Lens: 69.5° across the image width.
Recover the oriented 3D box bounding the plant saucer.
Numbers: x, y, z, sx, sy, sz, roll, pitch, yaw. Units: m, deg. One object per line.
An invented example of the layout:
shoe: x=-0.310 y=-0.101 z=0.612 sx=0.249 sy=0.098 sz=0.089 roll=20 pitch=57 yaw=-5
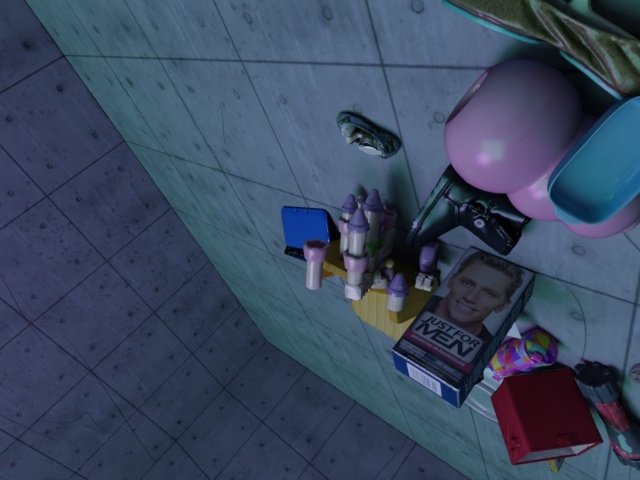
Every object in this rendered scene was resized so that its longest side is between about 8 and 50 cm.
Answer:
plant saucer: x=0.563 y=0.502 z=1.549 sx=0.400 sy=0.100 sz=0.401 roll=36 pitch=155 yaw=20

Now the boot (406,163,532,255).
boot: x=0.321 y=-0.027 z=1.014 sx=0.207 sy=0.094 sz=0.247 roll=38 pitch=133 yaw=17

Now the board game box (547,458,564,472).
board game box: x=0.728 y=0.608 z=1.425 sx=0.039 sy=0.124 sz=0.260 roll=16 pitch=144 yaw=46

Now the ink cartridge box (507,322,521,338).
ink cartridge box: x=0.449 y=0.180 z=1.239 sx=0.198 sy=0.067 sz=0.115 roll=14 pitch=143 yaw=52

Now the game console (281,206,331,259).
game console: x=0.000 y=0.000 z=1.715 sx=0.250 sy=0.174 sz=0.293 roll=22 pitch=173 yaw=-37

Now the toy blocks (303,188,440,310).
toy blocks: x=0.148 y=-0.012 z=1.178 sx=0.308 sy=0.288 sz=0.260 roll=14 pitch=114 yaw=22

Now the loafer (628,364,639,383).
loafer: x=0.727 y=0.300 z=1.023 sx=0.045 sy=0.039 sz=0.125 roll=38 pitch=156 yaw=12

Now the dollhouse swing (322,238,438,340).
dollhouse swing: x=0.146 y=0.196 z=1.444 sx=0.346 sy=0.315 sz=0.305 roll=26 pitch=116 yaw=38

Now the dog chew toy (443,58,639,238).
dog chew toy: x=0.362 y=-0.126 z=0.725 sx=0.331 sy=0.207 sz=0.206 roll=36 pitch=157 yaw=-2

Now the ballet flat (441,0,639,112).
ballet flat: x=0.330 y=-0.301 z=0.605 sx=0.342 sy=0.116 sz=0.124 roll=37 pitch=136 yaw=15

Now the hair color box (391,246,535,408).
hair color box: x=0.337 y=0.190 z=1.080 sx=0.173 sy=0.347 sz=0.105 roll=26 pitch=152 yaw=34

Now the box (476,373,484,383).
box: x=0.412 y=0.313 z=1.426 sx=0.175 sy=0.051 sz=0.221 roll=10 pitch=112 yaw=53

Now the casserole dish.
casserole dish: x=0.381 y=-0.105 z=0.607 sx=0.114 sy=0.037 sz=0.188 roll=26 pitch=118 yaw=-14

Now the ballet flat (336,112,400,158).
ballet flat: x=0.098 y=-0.248 z=1.100 sx=0.188 sy=0.070 sz=0.070 roll=31 pitch=153 yaw=29

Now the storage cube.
storage cube: x=0.595 y=0.478 z=1.248 sx=0.184 sy=0.214 sz=0.193 roll=81 pitch=-178 yaw=-55

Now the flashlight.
flashlight: x=0.746 y=0.443 z=1.159 sx=0.103 sy=0.103 sz=0.304 roll=-21 pitch=114 yaw=36

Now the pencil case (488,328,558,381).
pencil case: x=0.550 y=0.321 z=1.270 sx=0.104 sy=0.104 sz=0.236 roll=38 pitch=155 yaw=14
